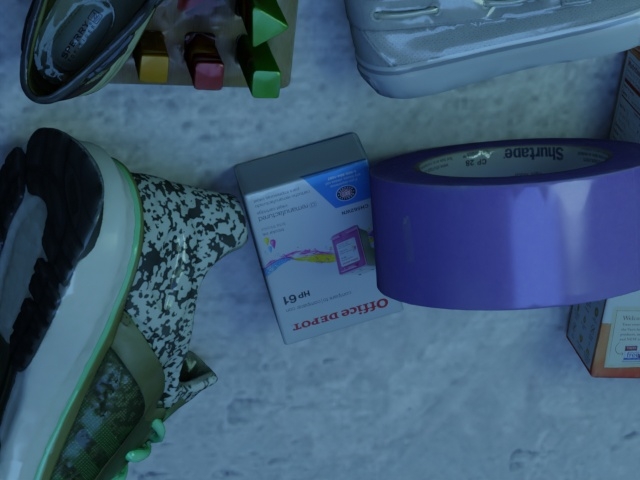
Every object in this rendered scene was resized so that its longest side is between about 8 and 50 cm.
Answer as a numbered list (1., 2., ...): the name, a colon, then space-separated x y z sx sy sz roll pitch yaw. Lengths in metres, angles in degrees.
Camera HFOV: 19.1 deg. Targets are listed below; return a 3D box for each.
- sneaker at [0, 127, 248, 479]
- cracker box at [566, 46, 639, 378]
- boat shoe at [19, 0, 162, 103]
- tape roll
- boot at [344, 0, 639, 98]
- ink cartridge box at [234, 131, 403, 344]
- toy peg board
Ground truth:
1. sneaker: -0.154 0.123 1.292 0.182 0.158 0.410 5 121 -33
2. cracker box: 0.275 -0.016 1.340 0.156 0.067 0.232 3 116 -13
3. boat shoe: -0.113 -0.172 1.117 0.080 0.073 0.223 29 113 -7
4. tape roll: 0.127 -0.014 1.235 0.189 0.189 0.080 -5 100 -9
5. boot: 0.138 -0.183 1.214 0.258 0.095 0.123 -18 124 -1
6. ink cartridge box: 0.000 0.000 1.301 0.089 0.052 0.122 -16 119 -3
7. toy peg board: -0.086 -0.164 1.189 0.161 0.079 0.161 1 115 -12
